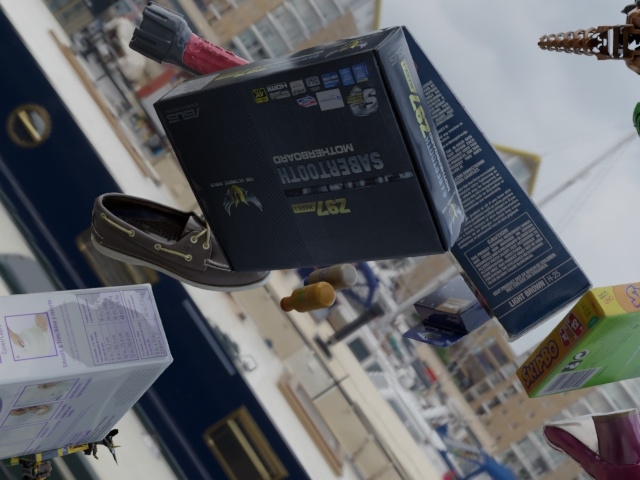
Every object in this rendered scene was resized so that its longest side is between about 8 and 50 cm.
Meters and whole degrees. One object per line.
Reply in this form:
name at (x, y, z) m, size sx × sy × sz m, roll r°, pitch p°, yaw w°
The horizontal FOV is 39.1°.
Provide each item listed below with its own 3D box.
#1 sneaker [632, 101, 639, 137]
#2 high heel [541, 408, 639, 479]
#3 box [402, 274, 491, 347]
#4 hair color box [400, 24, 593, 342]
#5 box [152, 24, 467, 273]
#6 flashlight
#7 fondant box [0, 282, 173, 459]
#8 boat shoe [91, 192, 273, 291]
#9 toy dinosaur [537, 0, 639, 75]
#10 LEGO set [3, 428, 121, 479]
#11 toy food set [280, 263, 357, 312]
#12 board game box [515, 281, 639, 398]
sneaker at (0.480, -0.222, 1.009) m, size 0.146 × 0.343 × 0.134 m, roll 47°, pitch 33°, yaw 21°
high heel at (0.317, 0.255, 1.016) m, size 0.244 × 0.082 × 0.117 m, roll 120°, pitch -41°, yaw -73°
box at (0.224, 0.071, 1.255) m, size 0.036 × 0.225 × 0.136 m, roll 62°, pitch -17°, yaw -12°
hair color box at (0.158, -0.056, 1.022) m, size 0.347 × 0.105 × 0.174 m, roll 58°, pitch 5°, yaw 13°
box at (-0.011, -0.068, 0.779) m, size 0.059 × 0.233 × 0.183 m, roll -51°, pitch 127°, yaw -47°
flashlight at (-0.144, -0.277, 1.419) m, size 0.304 × 0.103 × 0.103 m, roll 25°, pitch 17°, yaw -14°
fondant box at (-0.346, 0.146, 0.891) m, size 0.330 × 0.238 × 0.096 m, roll -5°, pitch 63°, yaw -36°
boat shoe at (-0.236, -0.001, 1.554) m, size 0.096 × 0.325 × 0.116 m, roll 105°, pitch 2°, yaw -47°
toy dinosaur at (0.489, -0.299, 1.291) m, size 0.322 × 0.164 × 0.218 m, roll 24°, pitch 25°, yaw 16°
LEGO set at (-0.451, 0.244, 1.582) m, size 0.255 × 0.192 × 0.331 m, roll -25°, pitch -105°, yaw 52°
toy food set at (0.000, 0.000, 1.411) m, size 0.111 × 0.105 × 0.232 m, roll 10°, pitch 72°, yaw -38°
board game box at (0.305, 0.076, 0.784) m, size 0.124 × 0.260 × 0.039 m, roll -64°, pitch -142°, yaw 45°
